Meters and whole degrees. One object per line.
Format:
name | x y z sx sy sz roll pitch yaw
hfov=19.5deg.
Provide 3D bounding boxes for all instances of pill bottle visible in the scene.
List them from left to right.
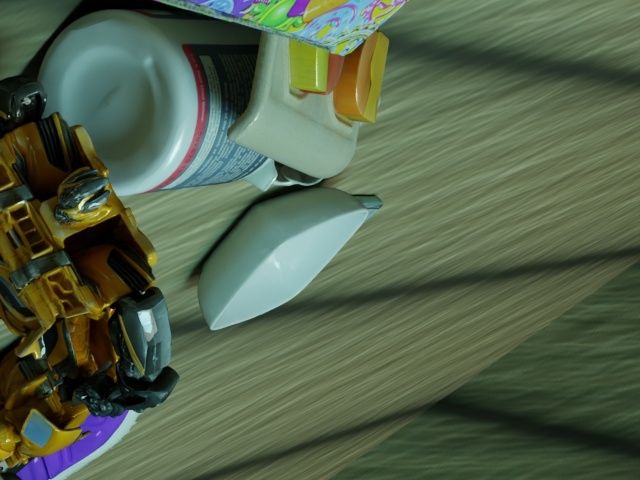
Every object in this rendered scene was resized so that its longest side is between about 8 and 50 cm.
pill bottle | -0.078 -0.085 1.130 0.108 0.108 0.180 -45 164 25

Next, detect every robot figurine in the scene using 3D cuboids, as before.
robot figurine | -0.174 0.031 1.086 0.085 0.211 0.291 -27 169 -26

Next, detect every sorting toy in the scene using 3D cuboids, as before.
sorting toy | 0.012 -0.145 1.106 0.193 0.038 0.208 18 86 -73

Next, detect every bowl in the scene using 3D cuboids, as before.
bowl | -0.039 0.007 1.619 0.142 0.053 0.142 -18 156 -51

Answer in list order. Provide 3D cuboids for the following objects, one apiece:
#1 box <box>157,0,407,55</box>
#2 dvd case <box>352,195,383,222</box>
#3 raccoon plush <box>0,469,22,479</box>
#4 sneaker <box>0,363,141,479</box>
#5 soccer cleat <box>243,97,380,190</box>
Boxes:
box | -0.066 -0.215 0.423 0.177 0.279 0.290 -42 166 15
dvd case | 0.000 0.000 1.771 0.119 0.013 0.087 -44 165 18
raccoon plush | -0.378 0.251 1.114 0.446 0.216 0.299 -38 177 -6
sneaker | -0.255 0.159 1.464 0.293 0.102 0.146 -45 163 26
soccer cleat | -0.011 -0.076 1.384 0.068 0.076 0.196 -48 163 33
